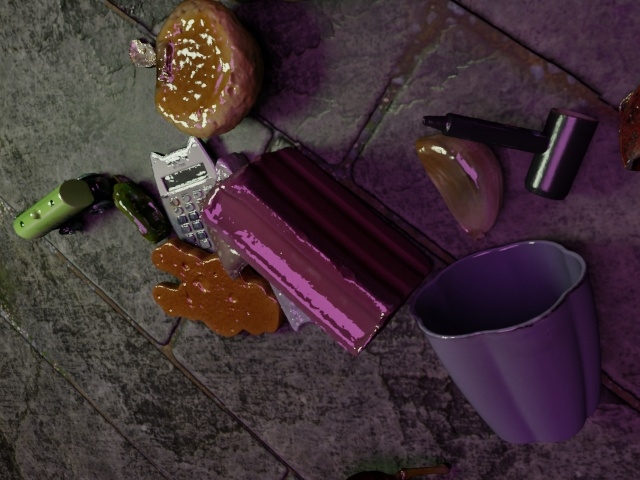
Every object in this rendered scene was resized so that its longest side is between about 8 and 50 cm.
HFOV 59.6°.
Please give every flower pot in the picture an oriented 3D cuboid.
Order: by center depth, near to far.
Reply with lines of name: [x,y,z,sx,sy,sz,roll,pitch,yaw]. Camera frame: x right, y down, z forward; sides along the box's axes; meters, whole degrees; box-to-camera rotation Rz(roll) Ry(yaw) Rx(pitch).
flower pot: [0.302,0.167,0.859,0.265,0.265,0.243,-16,107,30]

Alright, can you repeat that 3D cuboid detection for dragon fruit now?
dragon fruit: [0.503,-0.160,0.754,0.161,0.120,0.127,13,70,-2]

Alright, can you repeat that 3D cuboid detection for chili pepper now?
chili pepper: [-0.420,-0.083,1.253,0.204,0.072,0.073,49,122,6]

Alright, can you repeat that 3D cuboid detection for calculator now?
calculator: [-0.261,-0.080,1.191,0.177,0.040,0.268,-12,100,30]

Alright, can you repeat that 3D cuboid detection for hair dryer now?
hair dryer: [0.267,-0.140,0.827,0.255,0.070,0.128,8,114,-6]

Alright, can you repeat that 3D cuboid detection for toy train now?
toy train: [-0.605,-0.075,1.303,0.253,0.157,0.105,-24,91,33]

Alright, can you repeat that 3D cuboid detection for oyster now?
oyster: [-0.363,-0.386,1.163,0.083,0.019,0.054,26,114,21]

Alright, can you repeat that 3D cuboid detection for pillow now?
pillow: [-0.190,-0.017,1.105,0.118,0.043,0.185,-34,82,49]

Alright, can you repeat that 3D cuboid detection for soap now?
soap: [0.000,0.000,0.968,0.359,0.233,0.128,40,121,12]

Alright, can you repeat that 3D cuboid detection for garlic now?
garlic: [0.241,-0.103,0.900,0.101,0.087,0.196,-30,93,45]

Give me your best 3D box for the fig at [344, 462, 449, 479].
fig: [0.115,0.530,1.105,0.203,0.186,0.249,29,110,38]

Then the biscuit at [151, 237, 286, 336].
biscuit: [-0.225,0.111,1.218,0.333,0.047,0.202,15,118,20]

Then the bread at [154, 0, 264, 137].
bread: [-0.206,-0.312,1.040,0.244,0.134,0.244,8,106,28]

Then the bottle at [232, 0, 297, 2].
bottle: [-0.032,-0.464,0.880,0.351,0.171,0.171,2,106,28]

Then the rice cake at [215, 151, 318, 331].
rice cake: [-0.101,0.009,1.117,0.064,0.070,0.399,-27,91,35]
